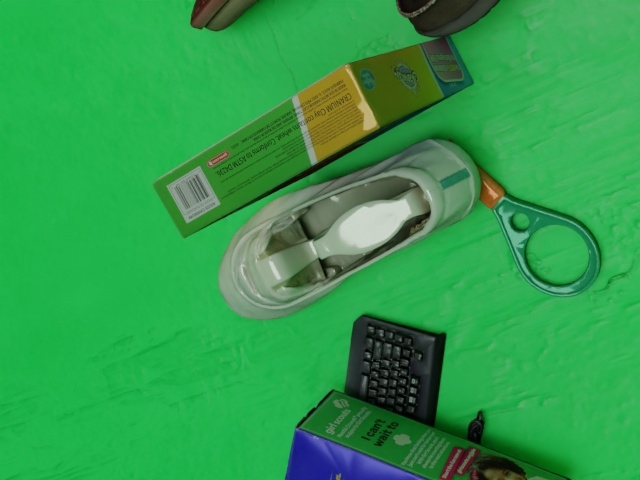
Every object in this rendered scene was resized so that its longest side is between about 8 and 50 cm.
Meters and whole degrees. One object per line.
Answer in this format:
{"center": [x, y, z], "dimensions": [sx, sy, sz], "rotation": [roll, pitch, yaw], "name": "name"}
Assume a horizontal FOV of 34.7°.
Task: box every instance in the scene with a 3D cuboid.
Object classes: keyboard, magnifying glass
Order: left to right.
{"center": [0.115, 0.261, 1.290], "dimensions": [0.201, 0.033, 0.317], "rotation": [12, 110, 21], "name": "keyboard"}
{"center": [0.222, -0.028, 1.165], "dimensions": [0.231, 0.026, 0.092], "rotation": [43, 117, 6], "name": "magnifying glass"}

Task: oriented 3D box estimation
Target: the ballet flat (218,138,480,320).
{"center": [0.000, 0.000, 1.198], "dimensions": [0.400, 0.139, 0.139], "rotation": [-27, 92, 32], "name": "ballet flat"}

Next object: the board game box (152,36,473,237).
{"center": [0.006, -0.117, 1.070], "dimensions": [0.242, 0.316, 0.064], "rotation": [-27, 93, 29], "name": "board game box"}

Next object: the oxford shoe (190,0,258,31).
{"center": [-0.018, -0.317, 1.138], "dimensions": [0.130, 0.123, 0.348], "rotation": [30, 143, -29], "name": "oxford shoe"}

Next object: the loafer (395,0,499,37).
{"center": [0.151, -0.347, 0.982], "dimensions": [0.130, 0.134, 0.366], "rotation": [12, 144, -18], "name": "loafer"}

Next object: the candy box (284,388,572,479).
{"center": [0.110, 0.366, 1.236], "dimensions": [0.317, 0.122, 0.268], "rotation": [17, 112, 19], "name": "candy box"}
